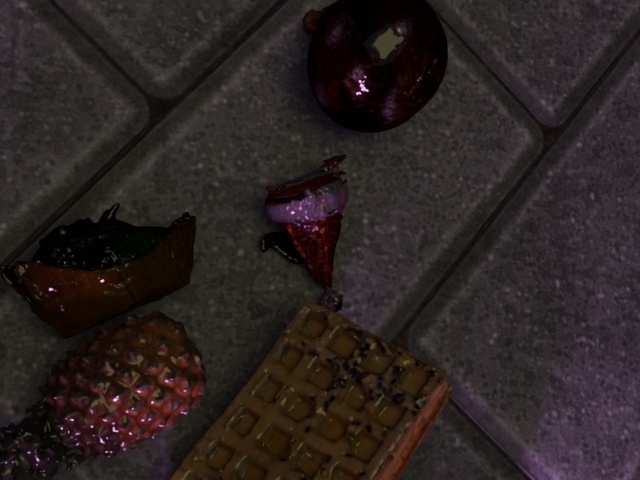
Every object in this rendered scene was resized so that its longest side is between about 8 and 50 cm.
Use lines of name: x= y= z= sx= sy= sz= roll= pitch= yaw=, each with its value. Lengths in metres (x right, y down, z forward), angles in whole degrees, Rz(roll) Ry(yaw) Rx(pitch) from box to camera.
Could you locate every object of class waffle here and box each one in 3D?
waffle: x=-0.019 y=0.283 z=1.429 sx=0.261 sy=0.114 sz=0.376 roll=25 pitch=62 yaw=23

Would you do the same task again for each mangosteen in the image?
mangosteen: x=0.066 y=-0.301 z=1.619 sx=0.235 sy=0.235 sz=0.261 roll=-36 pitch=59 yaw=-26

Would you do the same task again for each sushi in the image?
sushi: x=-0.278 y=0.030 z=1.411 sx=0.287 sy=0.149 sz=0.140 roll=-24 pitch=84 yaw=-21

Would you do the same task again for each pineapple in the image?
pineapple: x=-0.320 y=0.230 z=1.338 sx=0.361 sy=0.175 sz=0.175 roll=-32 pitch=91 yaw=-27

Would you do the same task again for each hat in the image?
hat: x=0.000 y=-0.001 z=1.580 sx=0.140 sy=0.129 sz=0.227 roll=-28 pitch=109 yaw=-48
